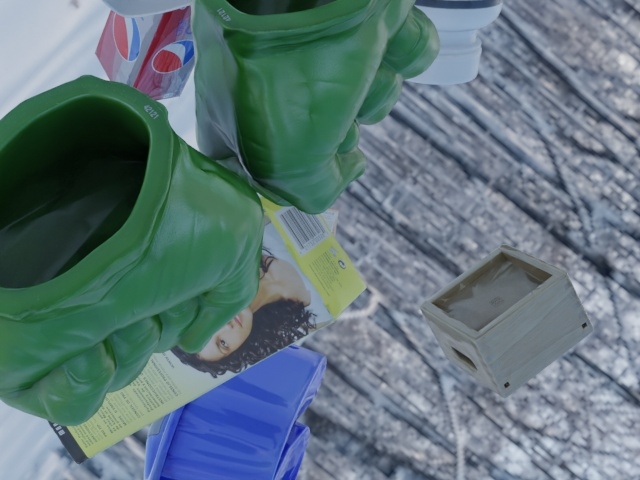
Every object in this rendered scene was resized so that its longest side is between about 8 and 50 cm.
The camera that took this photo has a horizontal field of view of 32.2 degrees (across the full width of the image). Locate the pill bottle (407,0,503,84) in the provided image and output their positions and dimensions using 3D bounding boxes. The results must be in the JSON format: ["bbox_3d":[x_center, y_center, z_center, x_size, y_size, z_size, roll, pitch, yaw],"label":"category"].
[{"bbox_3d":[0.094,-0.221,0.873,0.108,0.108,0.180,-55,153,-61],"label":"pill bottle"}]

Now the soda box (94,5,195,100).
[{"bbox_3d":[-0.176,-0.273,1.275,0.083,0.092,0.263,-16,156,-35],"label":"soda box"}]

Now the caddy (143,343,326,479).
[{"bbox_3d":[-0.118,0.242,1.351,0.341,0.179,0.241,-59,162,-65],"label":"caddy"}]

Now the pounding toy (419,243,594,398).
[{"bbox_3d":[0.183,0.076,1.073,0.130,0.100,0.141,-35,-156,-11],"label":"pounding toy"}]

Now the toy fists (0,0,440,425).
[{"bbox_3d":[-0.047,-0.037,0.490,0.279,0.096,0.142,-49,168,-19],"label":"toy fists"}]

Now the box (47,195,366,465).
[{"bbox_3d":[-0.089,0.055,0.696,0.232,0.087,0.058,-33,-178,30],"label":"box"}]

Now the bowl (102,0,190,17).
[{"bbox_3d":[-0.173,-0.292,1.086,0.142,0.142,0.053,-9,-128,27],"label":"bowl"}]

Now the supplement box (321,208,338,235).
[{"bbox_3d":[0.000,0.000,1.643,0.098,0.036,0.062,-69,168,-60],"label":"supplement box"}]
